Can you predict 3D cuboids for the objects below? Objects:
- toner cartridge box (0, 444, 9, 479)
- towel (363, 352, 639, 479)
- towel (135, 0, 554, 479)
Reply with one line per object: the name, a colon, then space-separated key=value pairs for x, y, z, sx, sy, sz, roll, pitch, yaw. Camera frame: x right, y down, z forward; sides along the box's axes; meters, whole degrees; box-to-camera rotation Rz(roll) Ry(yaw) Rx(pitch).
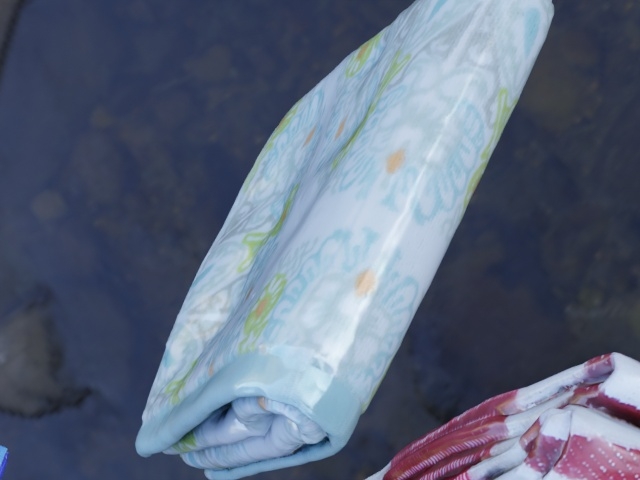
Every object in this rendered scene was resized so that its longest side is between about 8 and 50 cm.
toner cartridge box: x=-0.324 y=0.256 z=1.255 sx=0.165 sy=0.075 sz=0.347 roll=18 pitch=123 yaw=-3
towel: x=0.103 y=0.129 z=0.571 sx=0.237 sy=0.037 sz=0.329 roll=22 pitch=155 yaw=-12
towel: x=0.000 y=0.000 z=1.306 sx=0.090 sy=0.320 sz=0.374 roll=29 pitch=162 yaw=-12
